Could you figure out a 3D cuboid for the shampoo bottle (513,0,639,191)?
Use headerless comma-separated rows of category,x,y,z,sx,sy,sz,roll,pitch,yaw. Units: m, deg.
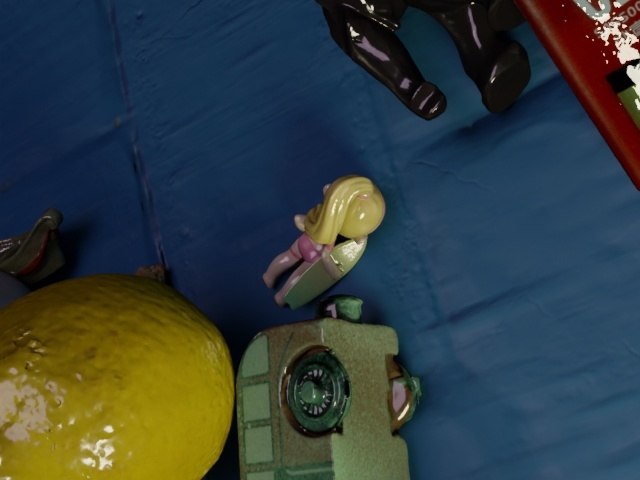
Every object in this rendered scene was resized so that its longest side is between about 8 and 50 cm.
shampoo bottle,0.229,-0.185,0.874,0.118,0.076,0.314,-33,108,15

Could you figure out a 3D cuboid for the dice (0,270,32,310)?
dice,-0.478,0.187,1.240,0.304,0.277,0.304,13,102,33

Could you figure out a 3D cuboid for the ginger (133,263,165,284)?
ginger,-0.187,0.103,1.220,0.096,0.067,0.165,-10,72,41

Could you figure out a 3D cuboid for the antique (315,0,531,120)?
antique,0.130,-0.290,1.022,0.255,0.185,0.322,42,104,25

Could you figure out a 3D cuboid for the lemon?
lemon,-0.219,0.156,1.040,0.245,0.320,0.245,11,109,33

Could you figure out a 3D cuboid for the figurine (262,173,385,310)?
figurine,0.000,0.000,1.114,0.187,0.083,0.083,-44,59,30

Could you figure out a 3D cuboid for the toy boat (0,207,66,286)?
toy boat,-0.366,0.016,1.346,0.185,0.089,0.071,-20,113,35

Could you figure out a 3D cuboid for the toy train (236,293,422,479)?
toy train,0.008,0.216,1.029,0.159,0.129,0.326,-15,72,37
